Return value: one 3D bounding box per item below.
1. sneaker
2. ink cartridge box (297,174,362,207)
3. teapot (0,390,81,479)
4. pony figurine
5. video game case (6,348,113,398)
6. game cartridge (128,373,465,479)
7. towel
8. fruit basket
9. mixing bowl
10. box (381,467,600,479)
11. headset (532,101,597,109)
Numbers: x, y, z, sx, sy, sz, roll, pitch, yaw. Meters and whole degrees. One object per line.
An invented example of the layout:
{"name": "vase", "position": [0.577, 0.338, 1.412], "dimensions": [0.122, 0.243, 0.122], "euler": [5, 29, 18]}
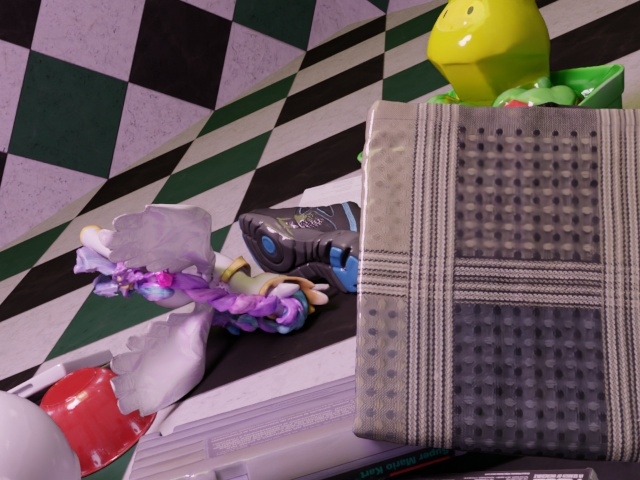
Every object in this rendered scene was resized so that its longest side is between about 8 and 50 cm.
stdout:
{"name": "sneaker", "position": [0.000, 0.000, 1.423], "dimensions": [0.139, 0.125, 0.340], "euler": [-37, 33, -31]}
{"name": "ink cartridge box", "position": [0.022, -0.013, 1.543], "dimensions": [0.189, 0.066, 0.232], "euler": [-12, 46, 36]}
{"name": "teapot", "position": [-0.372, 0.310, 1.047], "dimensions": [0.252, 0.187, 0.256], "euler": [-51, 34, 16]}
{"name": "pony figurine", "position": [-0.212, 0.062, 1.317], "dimensions": [0.351, 0.303, 0.363], "euler": [-11, 22, -43]}
{"name": "video game case", "position": [-0.461, 0.242, 1.408], "dimensions": [0.206, 0.026, 0.227], "euler": [-28, -4, 3]}
{"name": "game cartridge", "position": [-0.006, 0.192, 0.853], "dimensions": [0.354, 0.068, 0.230], "euler": [-15, 6, -8]}
{"name": "towel", "position": [0.187, 0.027, 0.774], "dimensions": [0.312, 0.324, 0.056], "euler": [3, -17, 5]}
{"name": "fruit basket", "position": [0.237, -0.209, 1.263], "dimensions": [0.283, 0.392, 0.392], "euler": [-38, 22, -26]}
{"name": "mixing bowl", "position": [-0.339, 0.249, 1.262], "dimensions": [0.181, 0.098, 0.181], "euler": [-23, 21, 9]}
{"name": "box", "position": [0.057, 0.292, 0.682], "dimensions": [0.307, 0.077, 0.242], "euler": [-13, 25, 36]}
{"name": "headset", "position": [0.309, -0.042, 0.975], "dimensions": [0.185, 0.244, 0.394], "euler": [-12, 5, 33]}
